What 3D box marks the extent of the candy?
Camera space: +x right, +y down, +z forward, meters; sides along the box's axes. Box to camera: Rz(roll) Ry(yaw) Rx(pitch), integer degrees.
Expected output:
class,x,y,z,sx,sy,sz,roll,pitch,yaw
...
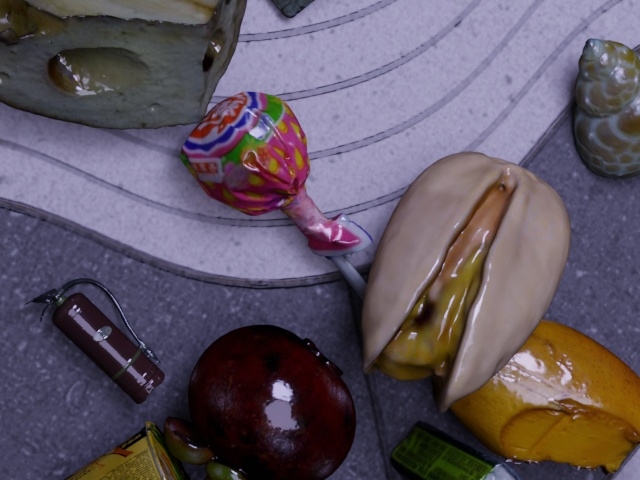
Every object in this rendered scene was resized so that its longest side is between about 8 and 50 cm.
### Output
class,x,y,z,sx,sy,sz,roll,pitch,yaw
candy,0.000,0.000,1.497,0.124,0.124,0.365,-41,110,-9

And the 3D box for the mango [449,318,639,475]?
class,x,y,z,sx,sy,sz,roll,pitch,yaw
mango,0.238,0.164,1.544,0.252,0.126,0.154,22,98,-8

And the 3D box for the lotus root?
class,x,y,z,sx,sy,sz,roll,pitch,yaw
lotus root,-0.233,-0.221,1.402,0.314,0.142,0.210,12,52,-10

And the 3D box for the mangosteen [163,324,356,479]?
class,x,y,z,sx,sy,sz,roll,pitch,yaw
mangosteen,-0.063,0.186,1.444,0.200,0.200,0.200,-1,93,-15

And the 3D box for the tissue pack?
class,x,y,z,sx,sy,sz,roll,pitch,yaw
tissue pack,0.178,0.282,1.475,0.073,0.235,0.173,-46,102,-8

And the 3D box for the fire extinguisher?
class,x,y,z,sx,sy,sz,roll,pitch,yaw
fire extinguisher,-0.225,0.095,1.462,0.157,0.045,0.078,45,54,-12

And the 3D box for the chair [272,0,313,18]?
class,x,y,z,sx,sy,sz,roll,pitch,yaw
chair,0.044,-0.373,1.474,0.270,0.147,0.136,-34,102,34

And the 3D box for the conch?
class,x,y,z,sx,sy,sz,roll,pitch,yaw
conch,0.338,-0.145,1.567,0.116,0.106,0.173,0,108,4

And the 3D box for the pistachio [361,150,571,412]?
class,x,y,z,sx,sy,sz,roll,pitch,yaw
pistachio,0.146,0.034,1.467,0.187,0.187,0.299,39,62,-13

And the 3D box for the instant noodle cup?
class,x,y,z,sx,sy,sz,roll,pitch,yaw
instant noodle cup,-0.190,0.273,1.431,0.122,0.151,0.151,-29,100,-1
